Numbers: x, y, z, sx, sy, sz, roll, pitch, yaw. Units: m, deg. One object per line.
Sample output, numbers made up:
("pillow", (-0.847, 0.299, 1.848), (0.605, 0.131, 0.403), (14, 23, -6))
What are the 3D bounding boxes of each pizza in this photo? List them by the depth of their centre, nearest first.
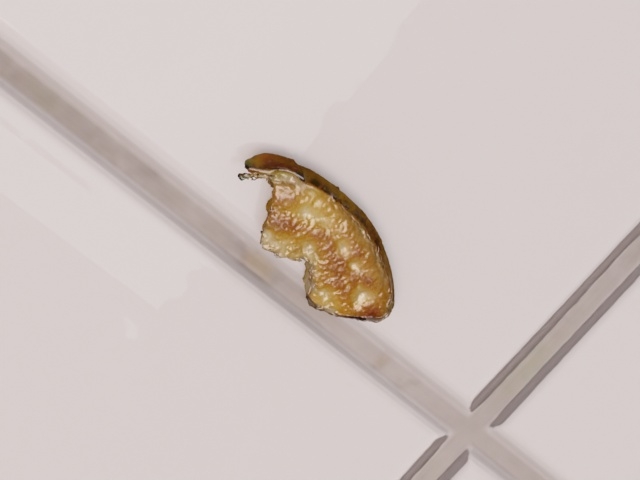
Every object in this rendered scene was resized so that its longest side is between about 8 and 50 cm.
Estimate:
("pizza", (0.000, 0.000, 0.457), (0.037, 0.016, 0.083), (-39, 112, 3))
